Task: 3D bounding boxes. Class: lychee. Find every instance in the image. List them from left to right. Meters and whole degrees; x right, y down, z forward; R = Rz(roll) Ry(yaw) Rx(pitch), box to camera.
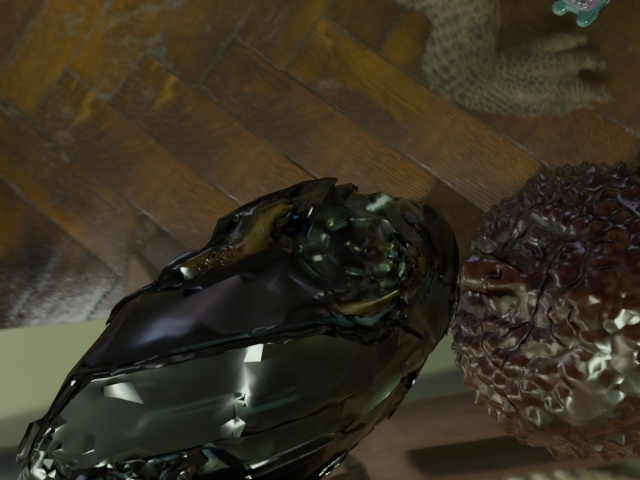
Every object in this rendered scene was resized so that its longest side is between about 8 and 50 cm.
[{"bbox_3d":[0.282,0.070,1.037,0.330,0.306,0.306,17,88,-25],"label":"lychee"}]

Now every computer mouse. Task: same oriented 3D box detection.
[{"bbox_3d":[-0.018,0.057,0.460,0.242,0.146,0.077,-27,43,-28],"label":"computer mouse"}]

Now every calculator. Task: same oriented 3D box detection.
[{"bbox_3d":[0.358,-0.331,1.327,0.141,0.019,0.094,-47,42,1],"label":"calculator"}]
